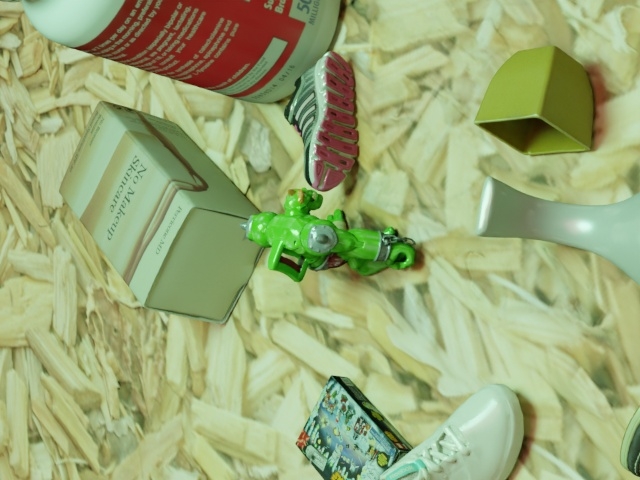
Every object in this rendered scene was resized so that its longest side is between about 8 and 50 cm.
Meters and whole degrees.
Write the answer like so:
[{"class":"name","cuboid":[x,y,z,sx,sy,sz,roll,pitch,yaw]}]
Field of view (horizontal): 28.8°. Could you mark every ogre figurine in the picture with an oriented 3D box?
[{"class":"ogre figurine","cuboid":[0.000,0.000,1.345,0.197,0.118,0.096,37,109,47]}]

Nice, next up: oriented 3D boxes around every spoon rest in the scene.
[{"class":"spoon rest","cuboid":[0.273,-0.009,1.074,0.276,0.084,0.137,11,90,37]}]

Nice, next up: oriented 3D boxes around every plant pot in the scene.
[{"class":"plant pot","cuboid":[0.207,-0.135,1.172,0.081,0.081,0.083,0,70,50]}]

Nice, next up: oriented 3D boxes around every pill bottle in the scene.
[{"class":"pill bottle","cuboid":[-0.194,-0.311,1.430,0.229,0.408,0.229,-16,69,47]}]

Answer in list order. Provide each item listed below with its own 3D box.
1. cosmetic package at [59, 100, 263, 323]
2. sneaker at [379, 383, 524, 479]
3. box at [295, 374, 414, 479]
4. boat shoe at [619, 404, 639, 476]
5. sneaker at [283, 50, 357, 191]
[{"class":"cosmetic package","cuboid":[-0.204,-0.041,1.588,0.296,0.129,0.153,43,112,46]},{"class":"sneaker","cuboid":[0.106,0.219,1.180,0.212,0.094,0.080,-56,43,23]},{"class":"box","cuboid":[0.034,0.219,1.316,0.137,0.027,0.094,43,114,46]},{"class":"boat shoe","cuboid":[0.298,0.136,1.007,0.152,0.056,0.049,-62,37,17]},{"class":"sneaker","cuboid":[-0.004,-0.129,1.430,0.075,0.063,0.170,-21,60,45]}]
